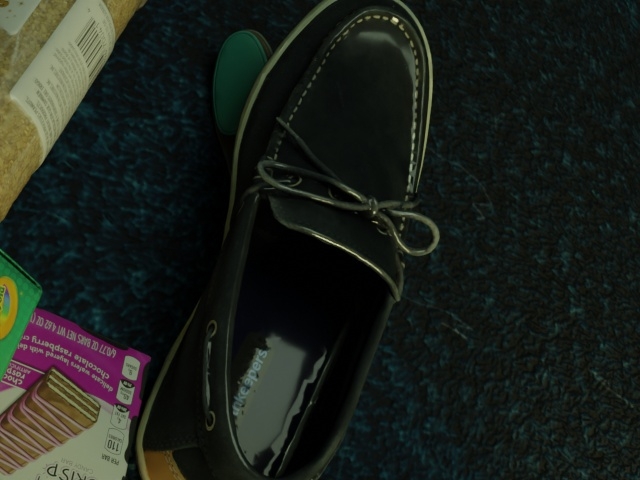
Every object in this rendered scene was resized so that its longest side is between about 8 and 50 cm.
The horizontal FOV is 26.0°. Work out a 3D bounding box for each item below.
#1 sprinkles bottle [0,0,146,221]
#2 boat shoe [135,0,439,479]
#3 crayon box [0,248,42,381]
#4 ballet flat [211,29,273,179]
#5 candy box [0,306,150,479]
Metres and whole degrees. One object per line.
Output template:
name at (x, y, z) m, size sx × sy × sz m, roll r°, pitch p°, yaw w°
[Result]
sprinkles bottle at (-0.250, -0.119, 1.085) m, size 0.121 × 0.121 × 0.355 m, roll 40°, pitch 49°, yaw -20°
boat shoe at (0.000, 0.000, 1.153) m, size 0.187 × 0.156 × 0.500 m, roll 31°, pitch 66°, yaw -22°
crayon box at (-0.306, 0.129, 0.881) m, size 0.081 × 0.165 × 0.278 m, roll 48°, pitch 45°, yaw -34°
ballet flat at (-0.056, -0.090, 1.287) m, size 0.068 × 0.072 × 0.213 m, roll 29°, pitch 49°, yaw -62°
candy box at (-0.226, 0.167, 1.007) m, size 0.159 × 0.071 × 0.233 m, roll 28°, pitch 55°, yaw -29°
